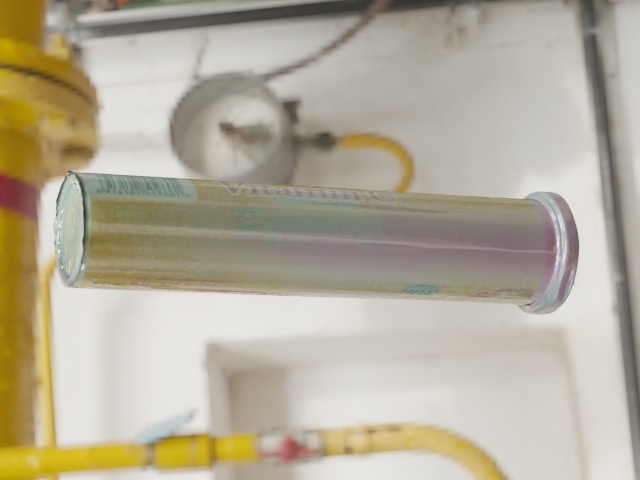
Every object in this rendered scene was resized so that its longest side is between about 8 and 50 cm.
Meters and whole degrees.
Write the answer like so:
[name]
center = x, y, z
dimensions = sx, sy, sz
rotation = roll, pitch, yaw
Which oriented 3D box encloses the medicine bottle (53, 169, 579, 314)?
[medicine bottle]
center = 0.000, 0.000, 1.333
dimensions = 0.108, 0.426, 0.108
rotation = -177, 90, -68
